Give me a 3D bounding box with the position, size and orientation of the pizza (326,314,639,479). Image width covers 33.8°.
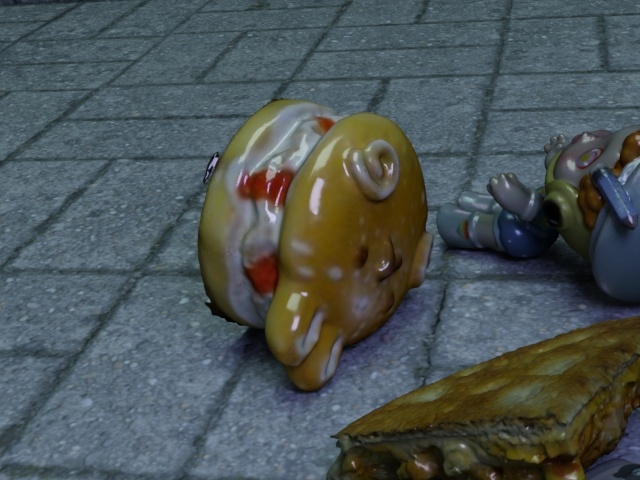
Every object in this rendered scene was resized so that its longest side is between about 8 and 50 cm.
[{"bbox_3d":[0.171,0.144,0.933,0.258,0.087,0.268,-13,10,44],"label":"pizza"}]

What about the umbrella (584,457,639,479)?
[{"bbox_3d":[0.126,0.252,0.777,0.337,0.067,0.073,-21,-2,-27],"label":"umbrella"}]

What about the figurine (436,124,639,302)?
[{"bbox_3d":[0.321,-0.035,1.236,0.225,0.205,0.382,-24,11,-25],"label":"figurine"}]

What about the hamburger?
[{"bbox_3d":[0.000,0.000,1.134,0.186,0.261,0.302,18,52,33],"label":"hamburger"}]
